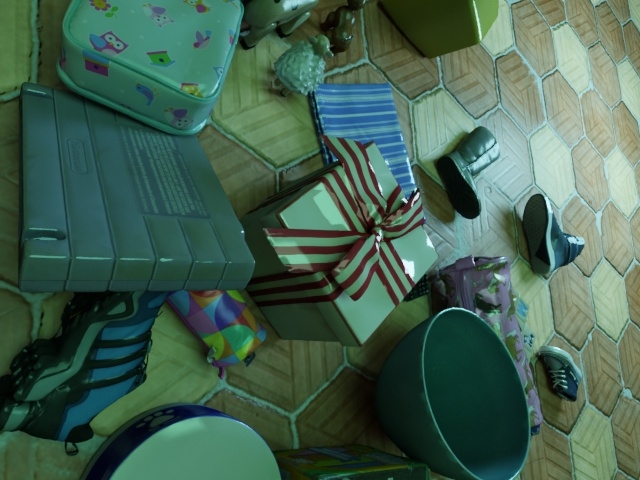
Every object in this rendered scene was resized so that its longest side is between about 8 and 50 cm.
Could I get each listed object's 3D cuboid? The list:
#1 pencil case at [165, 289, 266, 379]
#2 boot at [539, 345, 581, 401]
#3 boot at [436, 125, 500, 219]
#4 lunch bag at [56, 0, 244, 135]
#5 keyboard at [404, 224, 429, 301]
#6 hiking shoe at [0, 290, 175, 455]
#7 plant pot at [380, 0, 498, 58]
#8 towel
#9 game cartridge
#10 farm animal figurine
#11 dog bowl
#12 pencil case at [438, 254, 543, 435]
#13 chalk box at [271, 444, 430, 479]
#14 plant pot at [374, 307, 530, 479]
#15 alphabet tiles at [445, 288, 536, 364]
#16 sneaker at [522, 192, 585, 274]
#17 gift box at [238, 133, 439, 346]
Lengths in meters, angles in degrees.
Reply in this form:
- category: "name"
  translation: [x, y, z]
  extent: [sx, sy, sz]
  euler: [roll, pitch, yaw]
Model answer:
- category: "pencil case"
  translation: [-0.176, 0.085, 0.692]
  extent: [0.104, 0.104, 0.236]
  euler: [-40, 104, -34]
- category: "boot"
  translation: [0.651, 0.362, 1.254]
  extent: [0.190, 0.069, 0.086]
  euler: [39, 59, -26]
- category: "boot"
  translation: [0.393, -0.175, 1.175]
  extent: [0.208, 0.076, 0.190]
  euler: [-34, 104, -42]
- category: "lunch bag"
  translation: [-0.240, -0.302, 0.675]
  extent: [0.224, 0.108, 0.279]
  euler: [19, 54, -20]
- category: "keyboard"
  translation: [0.211, 0.033, 1.004]
  extent: [0.108, 0.023, 0.180]
  euler: [-15, 104, -40]
- category: "hiking shoe"
  translation: [-0.263, 0.122, 0.596]
  extent: [0.304, 0.113, 0.132]
  euler: [-47, 128, -6]
- category: "plant pot"
  translation: [0.307, -0.566, 1.103]
  extent: [0.187, 0.212, 0.212]
  euler: [55, 55, -30]
- category: "towel"
  translation: [0.109, -0.172, 0.980]
  extent: [0.243, 0.040, 0.336]
  euler: [-15, 91, -37]
- category: "game cartridge"
  translation: [-0.237, -0.072, 0.572]
  extent: [0.230, 0.068, 0.355]
  euler: [8, 35, -38]
- category: "farm animal figurine"
  translation: [-0.047, -0.478, 0.839]
  extent: [0.330, 0.172, 0.327]
  euler: [47, 59, -20]
- category: "dog bowl"
  translation: [-0.187, 0.364, 0.628]
  extent: [0.264, 0.104, 0.265]
  euler: [7, 77, -35]
- category: "pencil case"
  translation: [0.365, 0.220, 1.010]
  extent: [0.160, 0.167, 0.386]
  euler: [-10, 87, -4]
- category: "chalk box"
  translation: [0.057, 0.441, 0.747]
  extent: [0.289, 0.179, 0.180]
  euler: [15, 72, -34]
- category: "plant pot"
  translation: [0.213, 0.293, 0.856]
  extent: [0.290, 0.195, 0.290]
  euler: [22, 53, -32]
- category: "alphabet tiles"
  translation: [0.431, 0.221, 1.159]
  extent: [0.342, 0.011, 0.285]
  euler: [41, 61, -23]
- category: "sneaker"
  translation: [0.664, -0.030, 1.316]
  extent: [0.163, 0.086, 0.226]
  euler: [-12, 99, -26]
- category: "gift box"
  translation: [0.000, 0.000, 0.734]
  extent: [0.255, 0.258, 0.276]
  euler: [-47, 110, -33]
